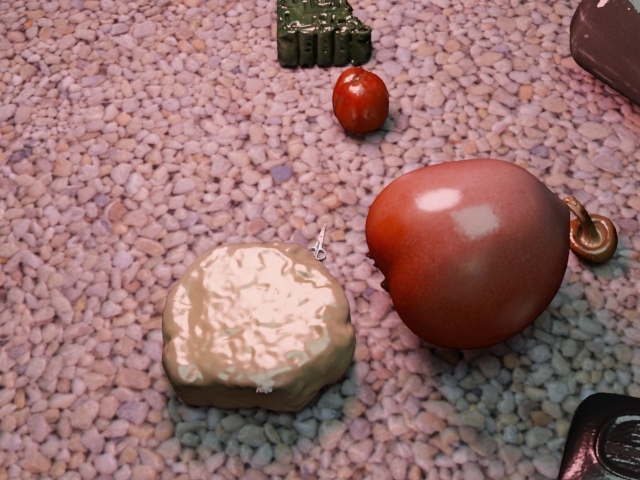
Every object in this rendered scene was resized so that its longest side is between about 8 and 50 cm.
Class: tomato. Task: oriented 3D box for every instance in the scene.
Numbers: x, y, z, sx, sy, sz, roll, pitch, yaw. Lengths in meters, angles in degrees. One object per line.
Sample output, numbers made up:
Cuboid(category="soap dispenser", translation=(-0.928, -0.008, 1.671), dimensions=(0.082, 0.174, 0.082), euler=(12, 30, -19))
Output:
Cuboid(category="tomato", translation=(0.239, 0.010, 1.587), dimensions=(0.321, 0.321, 0.321), euler=(-2, 55, 3))

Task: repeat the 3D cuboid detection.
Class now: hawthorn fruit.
Cuboid(category="hawthorn fruit", translation=(0.075, -0.267, 1.911), dimensions=(0.128, 0.128, 0.128), euler=(-2, 55, 3))

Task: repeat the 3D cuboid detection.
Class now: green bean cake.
Cuboid(category="green bean cake", translation=(0.003, -0.457, 2.053), dimensions=(0.193, 0.107, 0.208), euler=(-5, 54, 2))

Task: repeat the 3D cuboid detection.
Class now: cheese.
Cuboid(category="cheese", translation=(-0.106, 0.145, 1.643), dimensions=(0.318, 0.115, 0.326), euler=(38, 67, 26))

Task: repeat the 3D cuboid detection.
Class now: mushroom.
Cuboid(category="mushroom", translation=(0.454, -0.023, 1.734), dimensions=(0.088, 0.073, 0.129), euler=(-34, 93, -2))

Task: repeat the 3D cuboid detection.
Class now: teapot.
Cuboid(category="teapot", translation=(0.652, -0.324, 1.856), dimensions=(0.300, 0.253, 0.344), euler=(-7, 56, -40))

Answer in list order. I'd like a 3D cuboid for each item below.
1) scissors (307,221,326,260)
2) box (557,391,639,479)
Cuboid(category="scissors", translation=(0.000, 0.000, 1.797), dimensions=(0.036, 0.006, 0.083), euler=(12, 57, 10))
Cuboid(category="box", translation=(0.473, 0.323, 1.508), dimensions=(0.212, 0.042, 0.201), euler=(10, 52, 19))
